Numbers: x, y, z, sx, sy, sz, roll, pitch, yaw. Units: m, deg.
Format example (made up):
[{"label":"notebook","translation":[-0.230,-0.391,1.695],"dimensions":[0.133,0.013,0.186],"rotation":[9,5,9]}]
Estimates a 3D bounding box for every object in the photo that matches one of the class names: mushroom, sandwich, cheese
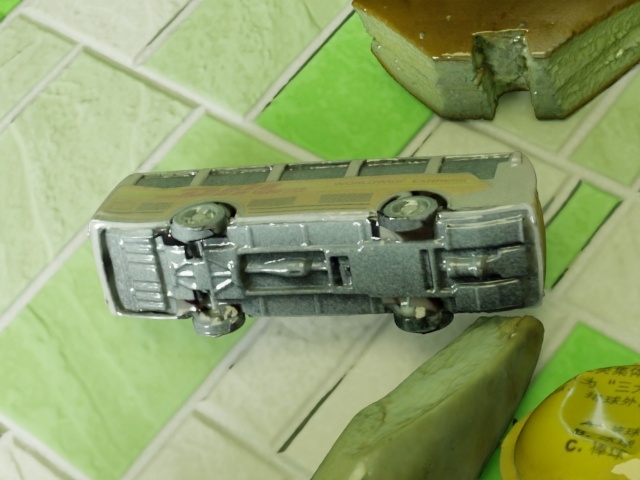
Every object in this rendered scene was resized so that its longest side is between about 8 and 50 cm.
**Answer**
[{"label":"mushroom","translation":[0.047,0.173,1.072],"dimensions":[0.087,0.107,0.333],"rotation":[-6,47,54]},{"label":"sandwich","translation":[0.146,-0.150,1.279],"dimensions":[0.244,0.090,0.088],"rotation":[-1,51,12]},{"label":"cheese","translation":[0.186,0.154,1.020],"dimensions":[0.177,0.069,0.270],"rotation":[3,31,31]}]

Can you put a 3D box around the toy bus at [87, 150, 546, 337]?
[{"label":"toy bus","translation":[0.000,0.000,1.197],"dimensions":[0.342,0.097,0.138],"rotation":[-3,25,14]}]
